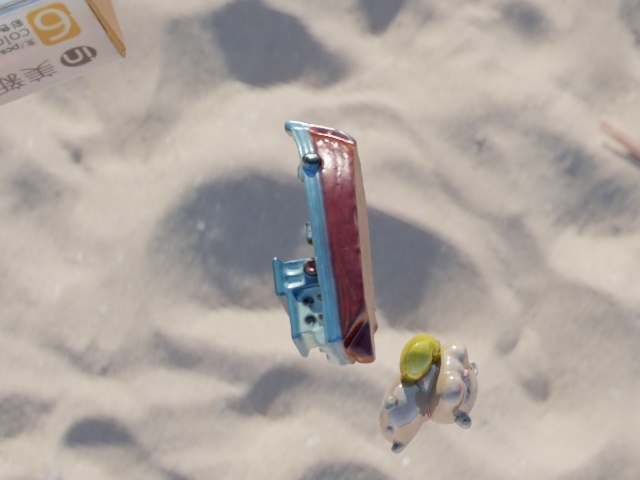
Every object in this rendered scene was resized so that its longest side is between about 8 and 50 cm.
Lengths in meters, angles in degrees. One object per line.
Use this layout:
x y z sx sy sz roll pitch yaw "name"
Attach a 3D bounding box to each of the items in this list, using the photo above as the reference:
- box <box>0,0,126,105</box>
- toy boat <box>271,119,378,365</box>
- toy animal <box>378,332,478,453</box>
-0.248 -0.191 1.092 0.221 0.091 0.274 -22 61 5 "box"
0.000 0.000 1.204 0.059 0.069 0.173 -8 69 8 "toy boat"
0.103 0.135 1.690 0.082 0.091 0.114 22 52 13 "toy animal"
